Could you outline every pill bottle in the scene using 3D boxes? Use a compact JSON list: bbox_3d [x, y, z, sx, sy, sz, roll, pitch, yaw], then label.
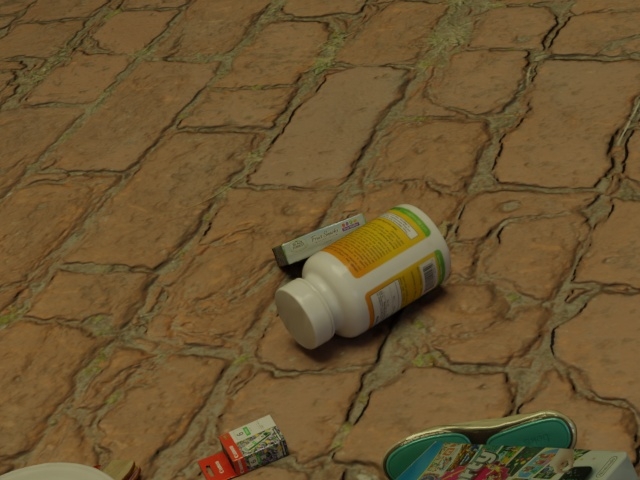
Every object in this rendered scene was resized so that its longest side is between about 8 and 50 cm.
[{"bbox_3d":[0.059,0.058,2.166,0.245,0.136,0.136,-30,36,-24],"label":"pill bottle"}]

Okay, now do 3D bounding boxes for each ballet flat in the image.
[{"bbox_3d":[0.201,0.262,1.866,0.248,0.086,0.086,-9,32,4],"label":"ballet flat"}]

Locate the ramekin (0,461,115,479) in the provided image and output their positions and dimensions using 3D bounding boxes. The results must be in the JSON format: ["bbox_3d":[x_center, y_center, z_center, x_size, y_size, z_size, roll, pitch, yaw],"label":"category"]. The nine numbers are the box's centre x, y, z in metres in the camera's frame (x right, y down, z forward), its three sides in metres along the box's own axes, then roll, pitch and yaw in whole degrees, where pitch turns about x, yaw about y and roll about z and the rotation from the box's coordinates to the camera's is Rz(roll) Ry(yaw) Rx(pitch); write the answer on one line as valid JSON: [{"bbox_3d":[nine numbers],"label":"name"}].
[{"bbox_3d":[-0.344,0.406,1.788,0.273,0.127,0.273,-10,32,6],"label":"ramekin"}]

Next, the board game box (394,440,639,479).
[{"bbox_3d":[0.185,0.332,1.648,0.224,0.097,0.303,-38,19,-35],"label":"board game box"}]

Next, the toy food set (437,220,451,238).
[{"bbox_3d":[0.154,-0.001,2.331,0.078,0.019,0.122,2,35,23],"label":"toy food set"}]

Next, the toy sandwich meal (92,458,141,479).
[{"bbox_3d":[-0.287,0.319,1.993,0.085,0.029,0.085,-10,32,6],"label":"toy sandwich meal"}]

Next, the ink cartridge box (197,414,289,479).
[{"bbox_3d":[-0.107,0.282,1.981,0.115,0.029,0.063,-21,33,-13],"label":"ink cartridge box"}]

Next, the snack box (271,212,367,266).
[{"bbox_3d":[0.000,0.000,2.331,0.141,0.037,0.100,-22,-1,-11],"label":"snack box"}]
